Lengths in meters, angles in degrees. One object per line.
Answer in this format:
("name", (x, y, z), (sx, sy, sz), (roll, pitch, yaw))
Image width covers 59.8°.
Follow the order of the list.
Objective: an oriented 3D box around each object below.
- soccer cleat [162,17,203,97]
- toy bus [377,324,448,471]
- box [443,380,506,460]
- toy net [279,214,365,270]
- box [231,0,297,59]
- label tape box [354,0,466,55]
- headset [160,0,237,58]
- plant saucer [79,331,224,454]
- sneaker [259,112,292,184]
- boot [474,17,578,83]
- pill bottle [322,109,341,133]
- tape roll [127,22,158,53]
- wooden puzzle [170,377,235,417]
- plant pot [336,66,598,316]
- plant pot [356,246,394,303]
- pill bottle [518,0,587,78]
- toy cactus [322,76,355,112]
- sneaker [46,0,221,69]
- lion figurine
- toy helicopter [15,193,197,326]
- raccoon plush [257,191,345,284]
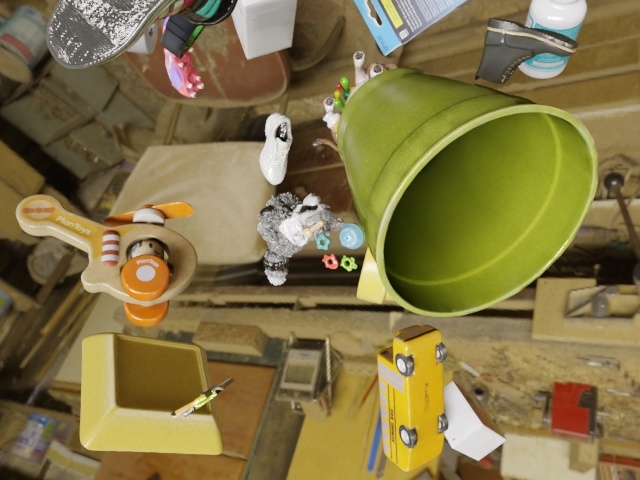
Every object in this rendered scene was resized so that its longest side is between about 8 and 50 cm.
("soccer cleat", (-0.370, -0.470, 1.425), (0.095, 0.083, 0.248), (25, 154, 17))
("toy bus", (0.205, 0.348, 1.254), (0.130, 0.108, 0.333), (23, 123, 57))
("box", (0.349, 0.435, 1.338), (0.091, 0.130, 0.170), (-41, 136, 10))
("toy net", (0.000, 0.000, 1.449), (0.232, 0.045, 0.122), (13, 108, 25))
("box", (-0.190, -0.760, 1.750), (0.168, 0.215, 0.345), (-18, 176, -8))
("label tape box", (0.274, -0.731, 1.583), (0.347, 0.115, 0.249), (-24, 100, 44))
("headset", (-0.221, -0.537, 1.077), (0.185, 0.243, 0.394), (34, 136, -18))
("plant saucer", (-0.397, 0.349, 1.352), (0.332, 0.333, 0.081), (16, 119, -31))
("sneaker", (-0.138, -0.293, 1.795), (0.090, 0.232, 0.115), (-2, -167, -21))
("boot", (0.440, -0.391, 1.208), (0.198, 0.077, 0.137), (34, 126, 35))
("pill bottle", (0.047, -0.285, 1.376), (0.083, 0.043, 0.043), (36, 147, -15))
("tape roll", (-0.551, -0.685, 1.697), (0.072, 0.219, 0.219), (3, 151, -6))
("wooden puzzle", (-0.144, 0.196, 0.690), (0.078, 0.014, 0.116), (-32, 174, 9))
("plant pot", (0.193, -0.123, 0.952), (0.366, 0.353, 0.367), (-12, 128, -16))
("plant pot", (0.253, 0.080, 1.679), (0.239, 0.254, 0.254), (13, 150, 6))
("pill bottle", (0.644, -0.594, 1.549), (0.146, 0.146, 0.264), (12, 152, 12))
("toy cactus", (0.089, -0.423, 1.833), (0.112, 0.180, 0.219), (-14, 104, 17))
("sneaker", (-0.256, -0.362, 0.832), (0.295, 0.178, 0.124), (-29, 99, 18))
("lion figurine", (0.114, -0.390, 1.657), (0.142, 0.392, 0.240), (35, 172, 18))
("toy helicopter", (-0.403, -0.009, 1.071), (0.355, 0.235, 0.140), (24, 144, 1))
("raccoon plush", (-0.057, 0.013, 2.133), (0.299, 0.216, 0.446), (27, 137, 34))
